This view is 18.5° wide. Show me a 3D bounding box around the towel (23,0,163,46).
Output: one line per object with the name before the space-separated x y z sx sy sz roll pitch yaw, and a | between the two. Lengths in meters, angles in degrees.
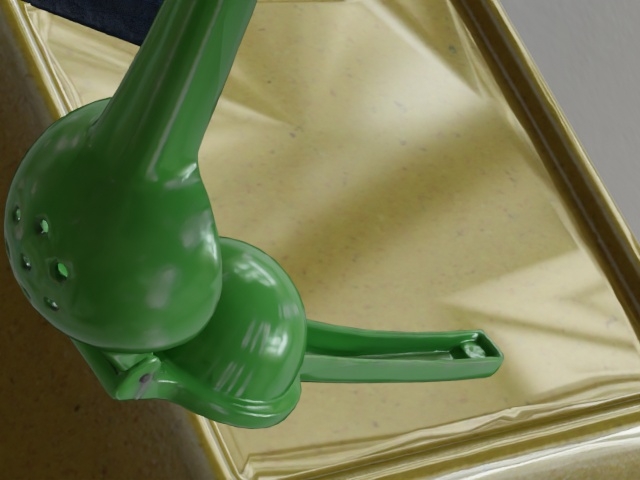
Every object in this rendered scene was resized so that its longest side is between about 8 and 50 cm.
towel | -0.083 -0.088 0.624 0.119 0.067 0.029 21 -81 3

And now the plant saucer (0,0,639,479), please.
plant saucer | 0.000 0.000 0.756 0.081 0.333 0.333 -52 -123 44

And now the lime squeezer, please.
lime squeezer | -0.018 -0.006 0.470 0.059 0.310 0.110 32 -107 24
